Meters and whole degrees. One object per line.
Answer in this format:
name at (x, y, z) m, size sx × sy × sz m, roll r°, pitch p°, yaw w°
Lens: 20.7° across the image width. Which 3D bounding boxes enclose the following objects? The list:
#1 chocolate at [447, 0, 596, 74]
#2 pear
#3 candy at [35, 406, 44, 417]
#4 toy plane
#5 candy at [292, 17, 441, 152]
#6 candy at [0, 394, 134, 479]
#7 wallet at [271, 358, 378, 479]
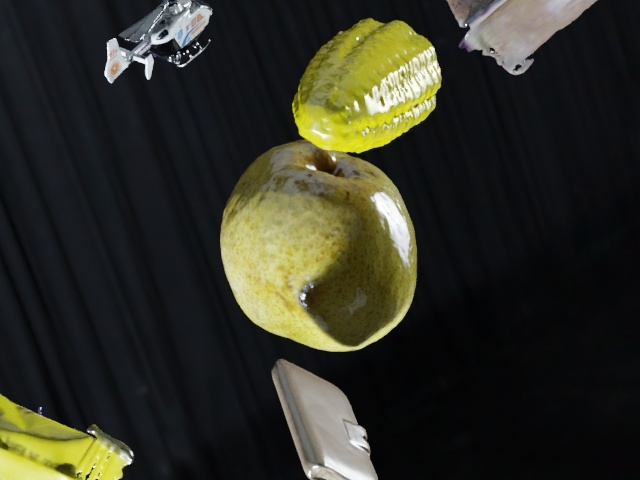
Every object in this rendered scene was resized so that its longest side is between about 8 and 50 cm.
chocolate at (0.216, -0.272, 1.318) m, size 0.321 × 0.112 × 0.112 m, roll -39°, pitch 150°, yaw 14°
pear at (0.000, 0.000, 1.906) m, size 0.228 × 0.211 × 0.188 m, roll 19°, pitch -139°, yaw 19°
candy at (-0.304, 0.333, 2.053) m, size 0.070 × 0.145 × 0.275 m, roll -9°, pitch -135°, yaw -6°
toy plane at (-0.168, -0.217, 1.834) m, size 0.053 × 0.078 × 0.197 m, roll 23°, pitch -138°, yaw 22°
candy at (0.032, -0.124, 1.474) m, size 0.094 × 0.106 × 0.199 m, roll -50°, pitch 177°, yaw 26°
candy at (-0.325, 0.181, 1.553) m, size 0.297 × 0.187 × 0.081 m, roll 31°, pitch -162°, yaw 9°
wallet at (0.005, 0.198, 1.794) m, size 0.039 × 0.118 × 0.152 m, roll -43°, pitch -139°, yaw 18°
